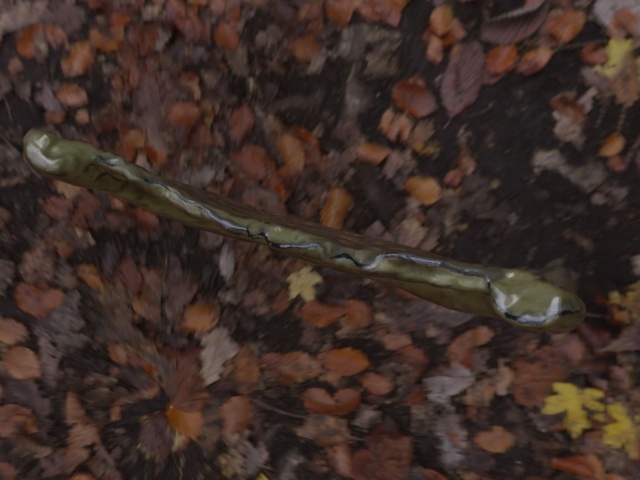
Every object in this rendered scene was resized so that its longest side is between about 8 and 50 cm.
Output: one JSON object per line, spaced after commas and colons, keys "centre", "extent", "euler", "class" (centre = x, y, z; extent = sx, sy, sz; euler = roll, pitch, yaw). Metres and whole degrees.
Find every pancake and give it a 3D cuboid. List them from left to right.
{"centre": [0.000, 0.000, 0.474], "extent": [0.184, 0.190, 0.020], "euler": [20, 86, -40], "class": "pancake"}
